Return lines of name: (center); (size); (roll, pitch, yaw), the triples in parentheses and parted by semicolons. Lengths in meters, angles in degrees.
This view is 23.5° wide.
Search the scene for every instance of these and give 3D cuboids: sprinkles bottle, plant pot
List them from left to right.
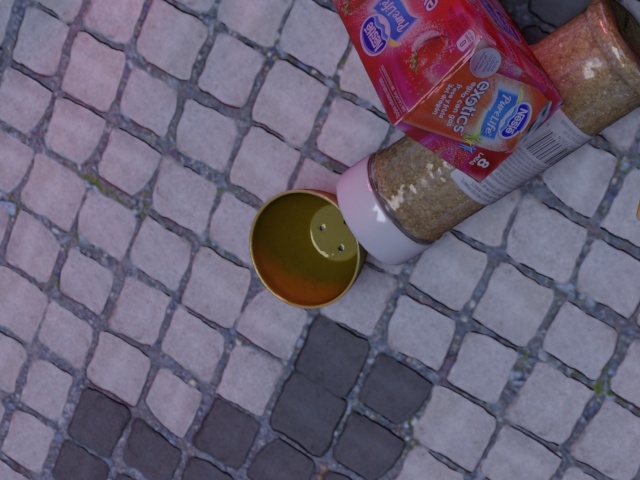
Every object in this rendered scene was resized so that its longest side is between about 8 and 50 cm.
plant pot: (0.000, 0.000, 1.725); (0.134, 0.095, 0.134); (6, 105, 23)
sprinkles bottle: (0.183, -0.108, 1.600); (0.355, 0.121, 0.121); (-34, 87, 27)

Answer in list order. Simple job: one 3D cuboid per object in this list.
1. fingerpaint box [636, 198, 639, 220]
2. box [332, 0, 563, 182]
fingerpaint box: (0.539, -0.064, 1.304); (0.444, 0.371, 0.163); (19, 110, 21)
box: (0.119, -0.193, 1.523); (0.122, 0.128, 0.257); (-45, 37, 20)
